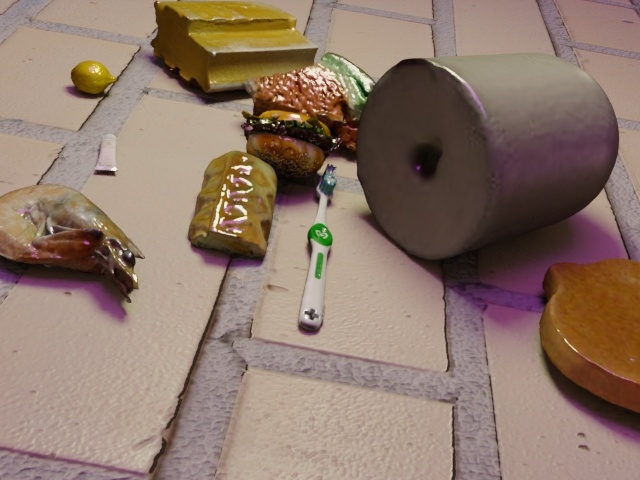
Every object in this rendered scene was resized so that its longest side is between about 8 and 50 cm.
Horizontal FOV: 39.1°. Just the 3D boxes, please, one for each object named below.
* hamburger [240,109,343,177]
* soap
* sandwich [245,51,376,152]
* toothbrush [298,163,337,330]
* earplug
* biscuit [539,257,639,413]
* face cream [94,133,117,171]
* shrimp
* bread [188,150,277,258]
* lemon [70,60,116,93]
[{"bbox_3d":[-0.053,-0.161,1.553,0.164,0.093,0.189,6,-10,32],"label":"hamburger"},{"bbox_3d":[-0.182,-0.413,1.915,0.281,0.143,0.259,-11,40,-39],"label":"soap"},{"bbox_3d":[0.006,-0.280,1.730,0.301,0.162,0.250,4,29,-15],"label":"sandwich"},{"bbox_3d":[-0.002,0.004,1.407,0.042,0.040,0.418,20,36,-9],"label":"toothbrush"},{"bbox_3d":[0.300,-0.161,1.490,0.394,0.313,0.312,-15,40,-35],"label":"earplug"},{"bbox_3d":[0.502,0.145,1.297,0.385,0.062,0.365,10,30,0],"label":"biscuit"},{"bbox_3d":[-0.366,-0.149,1.549,0.038,0.020,0.115,3,36,-12],"label":"face cream"},{"bbox_3d":[-0.368,0.003,1.274,0.168,0.077,0.317,-30,45,-32],"label":"shrimp"},{"bbox_3d":[-0.136,-0.065,1.431,0.128,0.088,0.232,2,37,2],"label":"bread"},{"bbox_3d":[-0.442,-0.316,1.748,0.092,0.065,0.065,9,32,3],"label":"lemon"}]
